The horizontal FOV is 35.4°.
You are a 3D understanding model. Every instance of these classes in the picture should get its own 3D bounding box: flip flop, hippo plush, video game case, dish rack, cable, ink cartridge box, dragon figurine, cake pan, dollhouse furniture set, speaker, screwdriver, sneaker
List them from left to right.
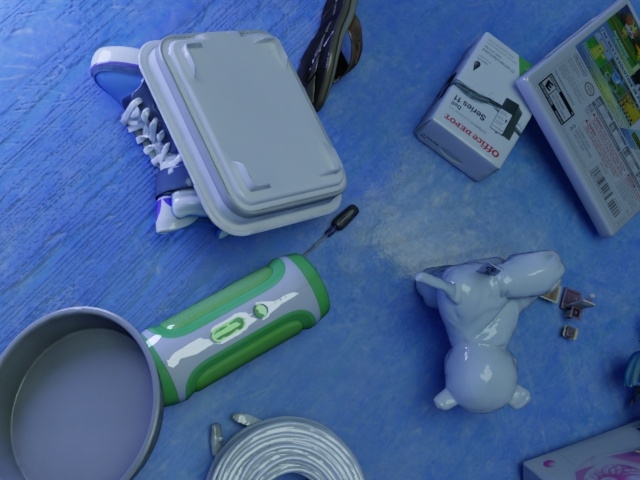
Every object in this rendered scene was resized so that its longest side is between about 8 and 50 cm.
[{"bbox_3d":[-0.345,0.240,1.415,0.293,0.054,0.293,-7,70,18],"label":"cake pan"},{"bbox_3d":[-0.239,-0.135,1.555,0.322,0.130,0.236,26,66,-16],"label":"sneaker"},{"bbox_3d":[-0.136,0.133,1.531,0.296,0.131,0.131,-29,87,-20],"label":"speaker"},{"bbox_3d":[-0.101,-0.184,1.530,0.285,0.072,0.333,-16,75,-45],"label":"dish rack"},{"bbox_3d":[-0.049,0.395,1.513,0.257,0.089,0.257,7,78,-10],"label":"cable"},{"bbox_3d":[0.000,0.000,1.662,0.170,0.025,0.024,-43,92,-11],"label":"screwdriver"},{"bbox_3d":[0.034,-0.336,1.705,0.080,0.112,0.277,28,66,-24],"label":"flip flop"},{"bbox_3d":[0.284,-0.232,1.753,0.153,0.087,0.208,35,71,-7],"label":"ink cartridge box"},{"bbox_3d":[0.280,0.147,1.584,0.234,0.294,0.237,-9,88,4],"label":"hippo plush"},{"bbox_3d":[0.409,0.107,1.718,0.114,0.081,0.091,22,73,-11],"label":"dollhouse furniture set"},{"bbox_3d":[0.525,-0.223,1.797,0.300,0.036,0.329,-39,104,-25],"label":"video game case"},{"bbox_3d":[0.565,0.243,1.703,0.289,0.144,0.085,-50,138,-21],"label":"dragon figurine"},{"bbox_3d":[0.541,0.397,1.572,0.324,0.330,0.072,-14,110,-19],"label":"ink cartridge box"}]

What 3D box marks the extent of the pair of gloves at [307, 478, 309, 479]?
[{"bbox_3d":[0.020,0.375,1.586,0.083,0.010,0.074,16,74,-13],"label":"pair of gloves"}]
